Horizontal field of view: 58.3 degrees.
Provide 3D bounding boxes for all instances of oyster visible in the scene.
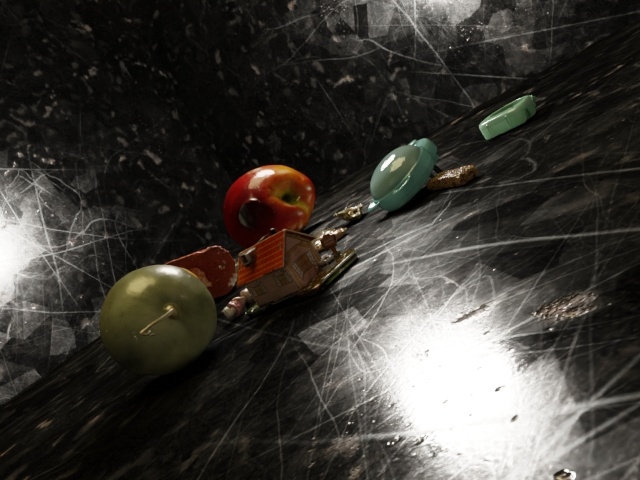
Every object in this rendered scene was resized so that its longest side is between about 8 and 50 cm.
[{"bbox_3d":[0.101,-0.090,1.911,0.103,0.051,0.148,-8,18,24],"label":"oyster"}]

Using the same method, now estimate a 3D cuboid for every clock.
[{"bbox_3d":[0.620,-0.407,1.844,0.211,0.066,0.159,-37,10,-36],"label":"clock"}]

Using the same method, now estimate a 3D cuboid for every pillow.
[{"bbox_3d":[0.003,-0.002,1.809,0.135,0.034,0.211,-33,9,-18],"label":"pillow"}]

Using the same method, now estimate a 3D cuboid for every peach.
[{"bbox_3d":[-0.223,-0.130,2.359,0.406,0.335,0.310,-21,11,26],"label":"peach"}]

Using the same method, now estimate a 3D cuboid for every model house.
[{"bbox_3d":[-0.081,0.050,1.375,0.294,0.154,0.207,-25,12,45],"label":"model house"}]

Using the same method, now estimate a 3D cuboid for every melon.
[{"bbox_3d":[-0.371,0.181,1.306,0.308,0.272,0.272,-15,16,37],"label":"melon"}]

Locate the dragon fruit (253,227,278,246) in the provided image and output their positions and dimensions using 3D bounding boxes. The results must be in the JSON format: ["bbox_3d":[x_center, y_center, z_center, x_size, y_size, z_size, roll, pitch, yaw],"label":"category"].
[{"bbox_3d":[-0.177,0.059,1.875,0.192,0.122,0.092,-32,44,-1],"label":"dragon fruit"}]

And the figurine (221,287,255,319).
[{"bbox_3d":[-0.203,0.163,1.527,0.129,0.054,0.072,-44,-2,-28],"label":"figurine"}]

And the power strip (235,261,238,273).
[{"bbox_3d":[-0.399,0.159,2.270,0.288,0.053,0.093,-31,8,0],"label":"power strip"}]

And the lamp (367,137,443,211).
[{"bbox_3d":[0.247,-0.198,1.672,0.284,0.147,0.209,-36,2,-38],"label":"lamp"}]

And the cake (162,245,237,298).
[{"bbox_3d":[-0.424,0.129,2.006,0.283,0.177,0.151,-20,2,-14],"label":"cake"}]

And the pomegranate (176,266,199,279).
[{"bbox_3d":[-0.452,0.185,1.698,0.215,0.215,0.215,-31,8,5],"label":"pomegranate"}]

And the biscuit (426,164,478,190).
[{"bbox_3d":[0.342,-0.163,1.505,0.064,0.034,0.199,-32,8,-12],"label":"biscuit"}]
